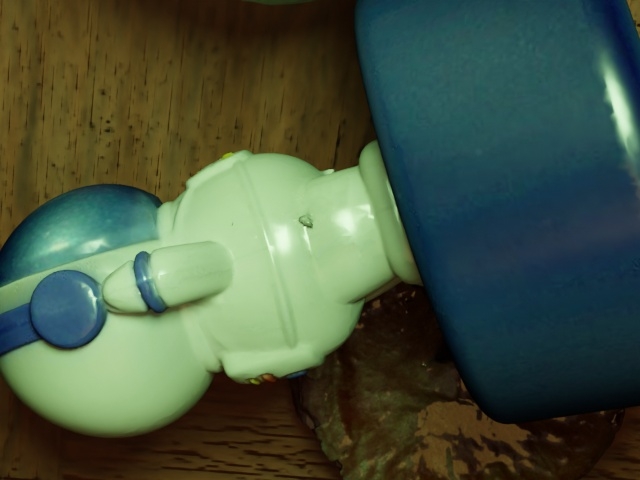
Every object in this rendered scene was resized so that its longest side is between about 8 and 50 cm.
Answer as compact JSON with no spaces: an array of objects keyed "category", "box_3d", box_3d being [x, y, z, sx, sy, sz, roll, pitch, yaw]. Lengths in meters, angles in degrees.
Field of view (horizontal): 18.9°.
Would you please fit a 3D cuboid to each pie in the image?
[{"category":"pie","box_3d":[0.089,0.081,1.179,0.218,0.054,0.204,-12,118,4]}]

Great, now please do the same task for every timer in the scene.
[{"category":"timer","box_3d":[0.000,0.000,1.014,0.383,0.270,0.270,-17,118,8]}]

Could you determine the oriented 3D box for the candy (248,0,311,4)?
[{"category":"candy","box_3d":[-0.019,-0.254,0.920,0.295,0.185,0.295,-8,138,-8]}]
